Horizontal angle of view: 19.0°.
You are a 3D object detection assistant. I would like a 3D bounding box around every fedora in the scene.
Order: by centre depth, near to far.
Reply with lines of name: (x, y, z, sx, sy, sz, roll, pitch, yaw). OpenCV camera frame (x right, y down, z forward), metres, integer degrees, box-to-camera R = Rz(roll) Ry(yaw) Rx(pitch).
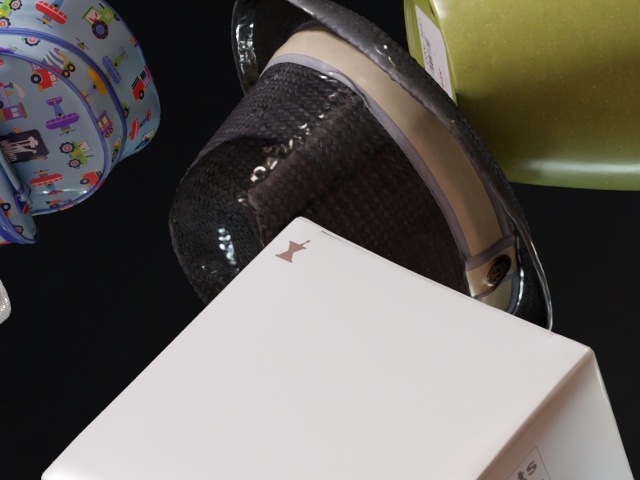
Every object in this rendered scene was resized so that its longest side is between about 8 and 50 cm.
fedora: (0.000, 0.000, 1.250, 0.152, 0.334, 0.334, -39, -55, -18)

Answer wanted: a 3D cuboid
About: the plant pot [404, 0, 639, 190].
plant pot: (0.214, -0.141, 1.259, 0.294, 0.275, 0.274, -14, -61, -6)

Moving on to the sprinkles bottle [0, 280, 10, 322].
sprinkles bottle: (-0.402, 0.106, 1.398, 0.355, 0.121, 0.121, -36, -56, -17)

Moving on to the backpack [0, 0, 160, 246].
backpack: (-0.191, -0.074, 1.144, 0.173, 0.117, 0.158, -4, -48, 16)

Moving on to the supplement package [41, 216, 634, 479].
supplement package: (0.031, 0.135, 0.682, 0.134, 0.139, 0.244, -46, -44, -22)
